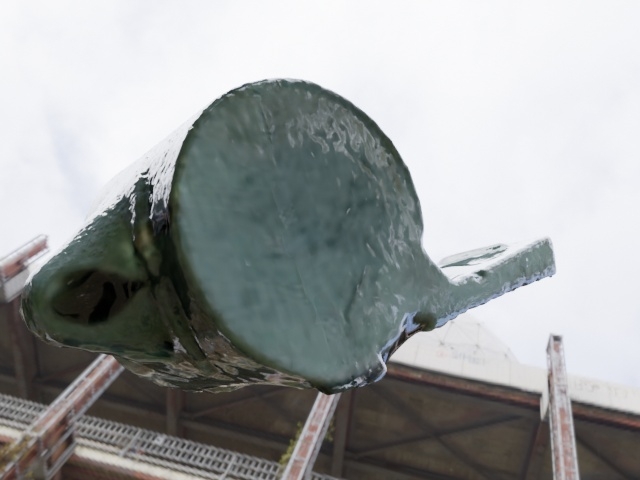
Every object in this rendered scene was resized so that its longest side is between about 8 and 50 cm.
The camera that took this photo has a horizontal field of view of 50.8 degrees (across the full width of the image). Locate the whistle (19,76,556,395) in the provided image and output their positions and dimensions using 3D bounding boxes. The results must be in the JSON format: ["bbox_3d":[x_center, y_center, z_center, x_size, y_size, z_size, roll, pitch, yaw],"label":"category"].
[{"bbox_3d":[0.009,0.031,0.494,0.405,0.188,0.168,22,-24,-31],"label":"whistle"}]
